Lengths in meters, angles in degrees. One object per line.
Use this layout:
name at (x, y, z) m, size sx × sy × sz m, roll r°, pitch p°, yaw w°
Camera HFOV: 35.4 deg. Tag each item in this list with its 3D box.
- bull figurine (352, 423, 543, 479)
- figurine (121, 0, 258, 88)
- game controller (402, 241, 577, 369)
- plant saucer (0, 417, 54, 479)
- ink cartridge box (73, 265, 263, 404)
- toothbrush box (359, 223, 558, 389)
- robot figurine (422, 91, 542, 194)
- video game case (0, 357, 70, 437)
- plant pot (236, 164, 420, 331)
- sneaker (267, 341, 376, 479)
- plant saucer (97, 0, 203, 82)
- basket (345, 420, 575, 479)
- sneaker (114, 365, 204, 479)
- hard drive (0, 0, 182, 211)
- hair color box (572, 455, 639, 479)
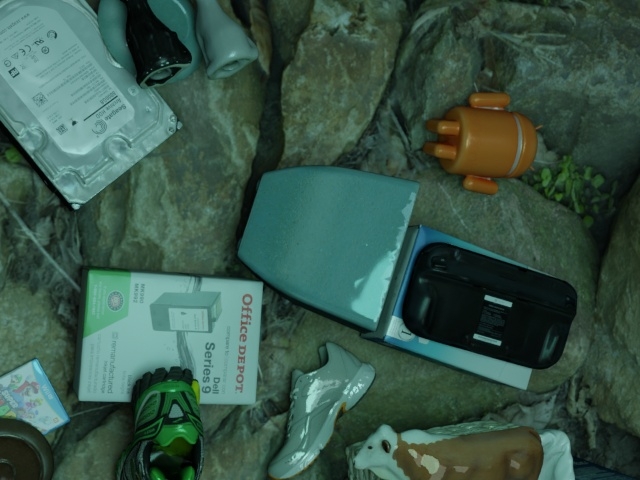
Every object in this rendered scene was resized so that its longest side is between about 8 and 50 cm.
bull figurine at (0.204, 0.366, 1.530) m, size 0.310 × 0.101 × 0.188 m, roll -2°, pitch 92°, yaw -15°
figurine at (-0.226, -0.366, 1.617) m, size 0.215 × 0.092 × 0.209 m, roll -15°, pitch 81°, yaw -38°
game controller at (0.296, 0.116, 1.733) m, size 0.319 × 0.067 × 0.166 m, roll 17°, pitch 97°, yaw -17°
plant saucer at (-0.509, 0.368, 1.597) m, size 0.168 × 0.029 × 0.168 m, roll -3°, pitch 97°, yaw -22°
ink cartridge box at (-0.248, 0.156, 1.647) m, size 0.289 × 0.121 × 0.211 m, roll 4°, pitch 89°, yaw -18°
toothbrush box at (0.251, 0.121, 1.806) m, size 0.295 × 0.126 × 0.216 m, roll 19°, pitch 82°, yaw -16°
robot figurine at (0.299, -0.176, 1.827) m, size 0.219 × 0.128 × 0.158 m, roll 3°, pitch 61°, yaw -17°
video game case at (-0.507, 0.281, 1.619) m, size 0.166 × 0.015 × 0.119 m, roll -29°, pitch 98°, yaw -16°
plant pot at (0.000, 0.000, 1.674) m, size 0.252 × 0.247 × 0.248 m, roll 17°, pitch 84°, yaw 0°
sneaker at (-0.025, 0.291, 1.742) m, size 0.121 × 0.099 × 0.262 m, roll 41°, pitch 70°, yaw -6°
plant saucer at (-0.269, -0.357, 1.657) m, size 0.195 × 0.037 × 0.195 m, roll 11°, pitch 69°, yaw -32°
basket at (0.243, 0.490, 1.727) m, size 0.331 × 0.266 × 0.328 m, roll -7°, pitch 91°, yaw -17°
sneaker at (-0.253, 0.367, 1.578) m, size 0.134 × 0.146 × 0.343 m, roll -2°, pitch 128°, yaw -13°
hard drive at (-0.417, -0.246, 1.620) m, size 0.237 × 0.064 × 0.339 m, roll -41°, pitch 102°, yaw -19°
hair color box at (0.461, 0.484, 1.753) m, size 0.105 × 0.347 × 0.174 m, roll -5°, pitch 92°, yaw -19°
